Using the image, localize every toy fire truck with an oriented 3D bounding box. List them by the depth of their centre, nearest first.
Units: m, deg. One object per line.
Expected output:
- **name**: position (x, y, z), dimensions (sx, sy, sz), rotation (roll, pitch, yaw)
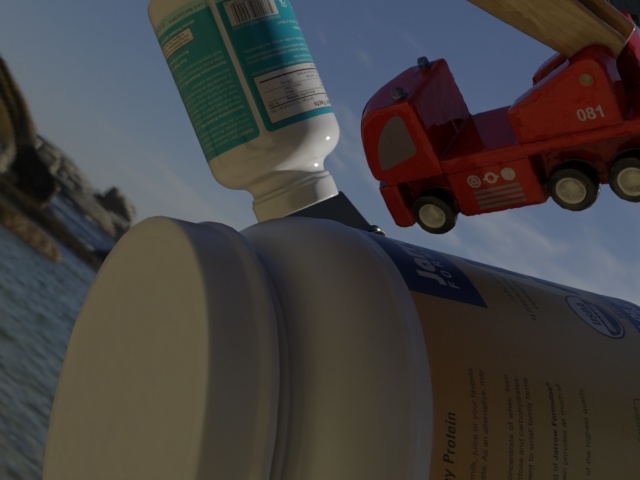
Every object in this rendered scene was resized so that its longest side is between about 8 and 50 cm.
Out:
- **toy fire truck**: position (0.086, -0.079, 0.354), dimensions (0.192, 0.047, 0.135), rotation (-9, -61, 37)

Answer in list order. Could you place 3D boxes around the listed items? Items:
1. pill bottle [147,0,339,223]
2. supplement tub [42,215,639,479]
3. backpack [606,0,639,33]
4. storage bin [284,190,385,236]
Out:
- **pill bottle**: position (-0.071, -0.154, 1.014), dimensions (0.146, 0.146, 0.264), rotation (169, -101, -81)
- **supplement tub**: position (0.038, 0.115, 0.505), dimensions (0.316, 0.228, 0.228), rotation (15, 7, -30)
- **backpack**: position (0.387, -0.309, 0.893), dimensions (0.225, 0.253, 0.191), rotation (-109, 176, -60)
- **storage bin**: position (0.000, 0.000, 1.240), dimensions (0.091, 0.135, 0.098), rotation (58, -27, 29)
